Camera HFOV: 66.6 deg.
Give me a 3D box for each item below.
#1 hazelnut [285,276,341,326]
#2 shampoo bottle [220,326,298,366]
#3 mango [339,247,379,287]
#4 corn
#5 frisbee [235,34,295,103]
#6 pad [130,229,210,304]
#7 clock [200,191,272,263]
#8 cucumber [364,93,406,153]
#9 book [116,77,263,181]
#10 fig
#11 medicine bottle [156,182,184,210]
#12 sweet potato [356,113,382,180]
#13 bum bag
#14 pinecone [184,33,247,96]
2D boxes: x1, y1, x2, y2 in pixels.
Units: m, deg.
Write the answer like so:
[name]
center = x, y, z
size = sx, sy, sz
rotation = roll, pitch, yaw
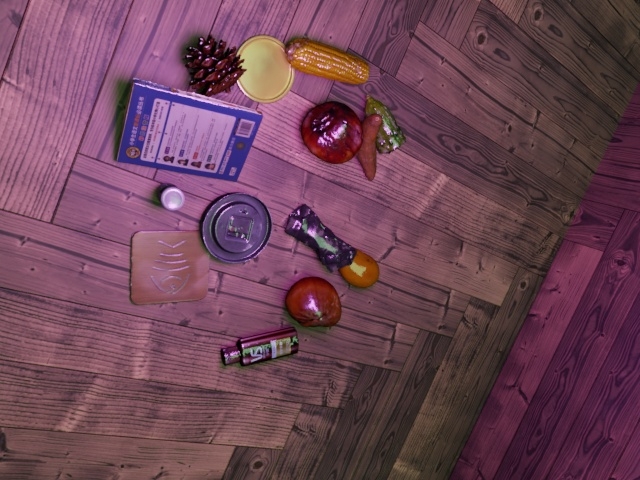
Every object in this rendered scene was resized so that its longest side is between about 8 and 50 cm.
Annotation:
[hazelnut]
center = -0.019, 0.271, 2.047
size = 0.251, 0.217, 0.217
rotation = 33, 89, -31
[shampoo bottle]
center = -0.253, 0.454, 2.054
size = 0.322, 0.084, 0.129
rotation = -7, 107, -25
[mango]
center = 0.161, 0.123, 2.145
size = 0.221, 0.120, 0.152
rotation = 29, 84, -25
[corn]
center = 0.030, -0.660, 1.816
size = 0.363, 0.120, 0.121
rotation = 5, 104, -34
[frisbee]
center = -0.201, -0.617, 1.767
size = 0.235, 0.017, 0.236
rotation = -9, 110, -25
[pad]
center = -0.555, 0.100, 1.815
size = 0.286, 0.018, 0.284
rotation = -1, 106, -27
[clock]
center = -0.321, -0.051, 1.860
size = 0.280, 0.055, 0.281
rotation = -10, 110, -28
[cucumber]
center = 0.248, -0.484, 1.995
size = 0.134, 0.134, 0.244
rotation = -37, 111, -12
[book]
center = -0.438, -0.352, 1.643
size = 0.427, 0.039, 0.300
rotation = 8, 130, -30
[fig]
center = 0.054, -0.406, 1.864
size = 0.263, 0.224, 0.224
rotation = 35, 88, -32
[medicine bottle]
center = -0.521, -0.156, 1.683
size = 0.080, 0.130, 0.080
rotation = -10, 112, -25
[sweet potato]
center = 0.186, -0.384, 1.979
size = 0.092, 0.114, 0.342
rotation = -39, 152, -27
[bum bag]
center = 0.000, 0.000, 2.020
size = 0.340, 0.095, 0.144
rotation = 42, 88, -17
[pinecone]
center = -0.354, -0.573, 1.604
size = 0.207, 0.207, 0.208
rotation = -9, 110, -25
